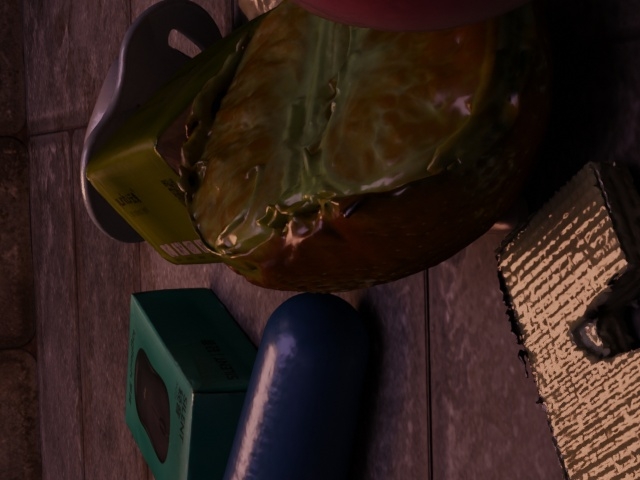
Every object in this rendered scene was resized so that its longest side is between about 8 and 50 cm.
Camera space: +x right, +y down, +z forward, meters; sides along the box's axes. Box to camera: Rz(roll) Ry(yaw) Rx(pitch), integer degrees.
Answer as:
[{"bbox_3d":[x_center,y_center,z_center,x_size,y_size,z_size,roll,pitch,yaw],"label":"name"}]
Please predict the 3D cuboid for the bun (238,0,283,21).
[{"bbox_3d":[-0.031,-0.257,1.239,0.183,0.102,0.183,174,90,-69],"label":"bun"}]

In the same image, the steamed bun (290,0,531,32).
[{"bbox_3d":[0.049,-0.244,0.688,0.309,0.309,0.309,177,90,-67],"label":"steamed bun"}]

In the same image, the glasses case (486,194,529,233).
[{"bbox_3d":[0.136,-0.021,0.972,0.083,0.021,0.032,179,86,-67],"label":"glasses case"}]

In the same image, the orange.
[{"bbox_3d":[0.045,-0.097,0.941,0.334,0.196,0.262,-36,55,45],"label":"orange"}]

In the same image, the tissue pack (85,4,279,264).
[{"bbox_3d":[-0.088,-0.094,1.223,0.167,0.200,0.274,48,162,-15],"label":"tissue pack"}]

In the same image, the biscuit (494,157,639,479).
[{"bbox_3d":[0.192,0.081,0.820,0.147,0.046,0.250,124,138,-53],"label":"biscuit"}]

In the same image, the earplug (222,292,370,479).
[{"bbox_3d":[-0.021,0.177,1.249,0.132,0.132,0.273,-128,45,-54],"label":"earplug"}]

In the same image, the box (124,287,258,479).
[{"bbox_3d":[-0.155,0.208,1.574,0.311,0.118,0.205,-136,46,-59],"label":"box"}]

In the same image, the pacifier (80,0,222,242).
[{"bbox_3d":[-0.149,-0.126,1.476,0.233,0.244,0.299,17,86,34],"label":"pacifier"}]
